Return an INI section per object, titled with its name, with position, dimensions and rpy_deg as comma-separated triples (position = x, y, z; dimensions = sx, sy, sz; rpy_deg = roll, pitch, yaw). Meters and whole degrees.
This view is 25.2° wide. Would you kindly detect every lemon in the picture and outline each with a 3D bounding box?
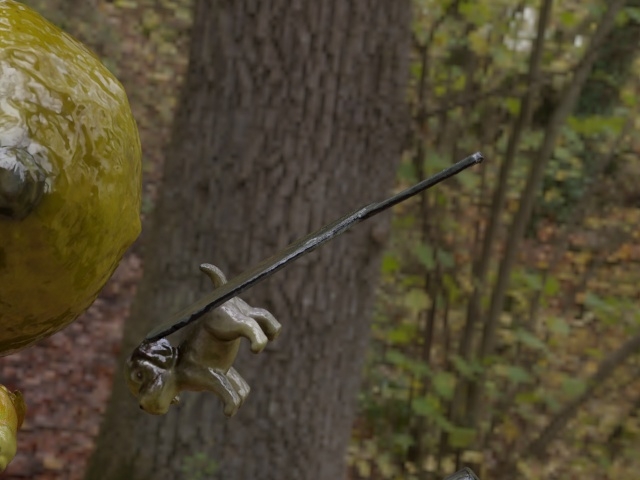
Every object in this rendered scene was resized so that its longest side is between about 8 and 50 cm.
[lemon]
position = -0.331, -0.061, 1.349
dimensions = 0.350, 0.350, 0.387
rpy_deg = 7, -5, -22

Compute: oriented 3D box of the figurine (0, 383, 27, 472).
[figurine]
position = -0.494, 0.304, 1.969
dimensions = 0.156, 0.246, 0.131
rpy_deg = 17, -19, 43

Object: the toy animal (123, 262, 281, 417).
[toy animal]
position = -0.163, 0.164, 1.987
dimensions = 0.168, 0.233, 0.121
rpy_deg = 40, 20, 1

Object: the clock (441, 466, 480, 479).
[clock]
position = 0.229, 0.401, 1.625
dimensions = 0.066, 0.319, 0.319
rpy_deg = -35, -3, 1

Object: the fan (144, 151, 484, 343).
[fan]
position = -0.007, 0.003, 1.141
dimensions = 0.294, 0.012, 0.223
rpy_deg = -29, 2, 4
